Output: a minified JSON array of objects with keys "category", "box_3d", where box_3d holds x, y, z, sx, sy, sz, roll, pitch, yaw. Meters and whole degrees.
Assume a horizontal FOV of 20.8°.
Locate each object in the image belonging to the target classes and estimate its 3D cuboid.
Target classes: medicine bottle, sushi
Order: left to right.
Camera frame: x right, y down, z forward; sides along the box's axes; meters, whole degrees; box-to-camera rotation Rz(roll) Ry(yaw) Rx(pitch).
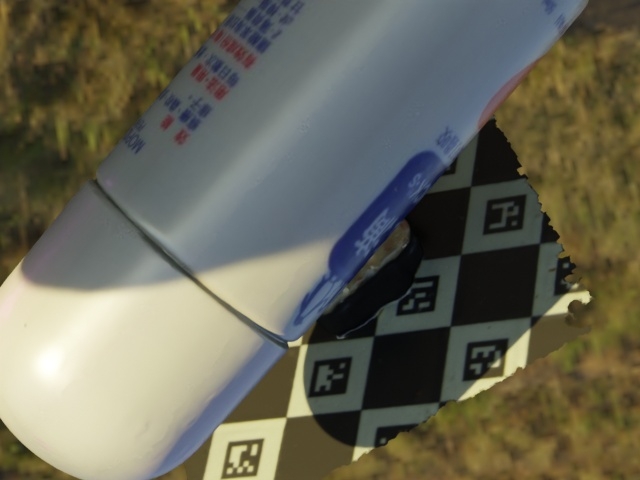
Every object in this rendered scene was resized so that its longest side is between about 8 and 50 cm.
[{"category":"medicine bottle","box_3d":[-0.029,-0.029,0.841,0.341,0.130,0.130,-49,156,1]},{"category":"sushi","box_3d":[0.000,0.000,1.050,0.264,0.290,0.050,-29,136,12]}]
